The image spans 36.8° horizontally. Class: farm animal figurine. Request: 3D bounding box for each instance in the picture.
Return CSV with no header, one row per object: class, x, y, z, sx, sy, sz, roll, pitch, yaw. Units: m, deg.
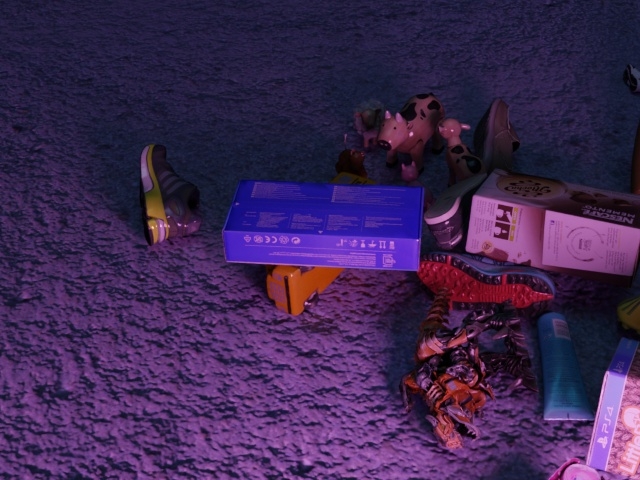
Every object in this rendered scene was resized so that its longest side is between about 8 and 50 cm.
farm animal figurine,0.201,-0.215,2.058,0.330,0.172,0.327,7,39,13

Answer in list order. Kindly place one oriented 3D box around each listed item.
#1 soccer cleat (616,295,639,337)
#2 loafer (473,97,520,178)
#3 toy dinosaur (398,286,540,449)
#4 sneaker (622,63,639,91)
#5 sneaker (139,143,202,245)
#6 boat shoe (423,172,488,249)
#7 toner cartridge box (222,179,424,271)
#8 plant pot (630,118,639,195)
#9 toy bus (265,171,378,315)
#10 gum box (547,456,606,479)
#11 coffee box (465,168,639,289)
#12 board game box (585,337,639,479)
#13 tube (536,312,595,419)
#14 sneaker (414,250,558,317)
soccer cleat,0.568,0.111,1.568,0.093,0.121,0.289,15,1,-2
loafer,0.392,-0.216,2.128,0.087,0.094,0.251,22,49,-6
toy dinosaur,0.227,0.187,1.573,0.218,0.164,0.322,-17,59,10
sneaker,0.773,-0.393,2.354,0.043,0.040,0.109,9,40,-10
sneaker,-0.318,-0.098,2.028,0.121,0.111,0.300,-2,42,-14
boat shoe,0.267,-0.061,1.832,0.084,0.079,0.233,-18,17,36
toner cartridge box,0.010,-0.030,1.740,0.347,0.075,0.165,3,37,7
plant pot,0.721,-0.152,1.916,0.237,0.237,0.254,18,57,26
toy bus,0.000,0.000,1.852,0.130,0.108,0.332,21,44,28
gum box,0.316,0.395,1.320,0.188,0.107,0.062,-32,46,-32
coffee box,0.433,-0.027,1.740,0.297,0.119,0.168,13,26,21
board game box,0.549,0.261,1.369,0.291,0.141,0.232,13,11,20
tube,0.399,0.212,1.599,0.080,0.052,0.207,-4,43,7
sneaker,0.304,0.074,1.765,0.261,0.104,0.125,14,20,21
